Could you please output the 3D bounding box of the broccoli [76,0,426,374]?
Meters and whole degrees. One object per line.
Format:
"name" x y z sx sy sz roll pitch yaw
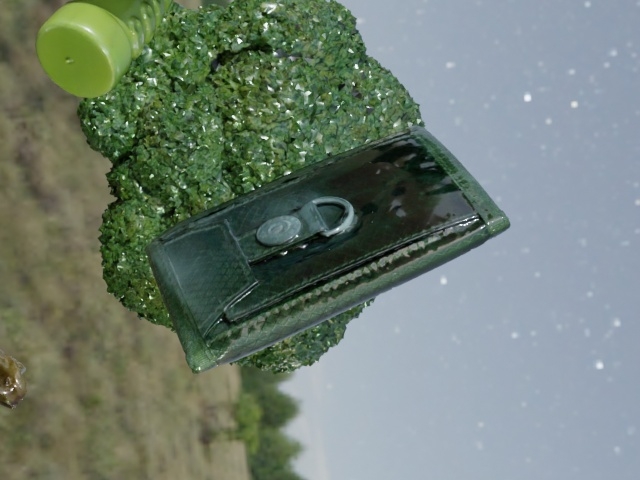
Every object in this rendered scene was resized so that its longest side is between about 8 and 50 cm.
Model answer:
"broccoli" -0.054 -0.065 1.184 0.413 0.321 0.310 52 21 -23

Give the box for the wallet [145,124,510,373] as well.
"wallet" -0.001 -0.002 0.849 0.055 0.236 0.160 67 -5 -34

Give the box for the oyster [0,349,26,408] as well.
"oyster" -0.363 0.049 0.828 0.128 0.345 0.078 -67 178 -64

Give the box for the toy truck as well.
"toy truck" -0.104 -0.210 0.727 0.187 0.148 0.210 -57 158 -58
